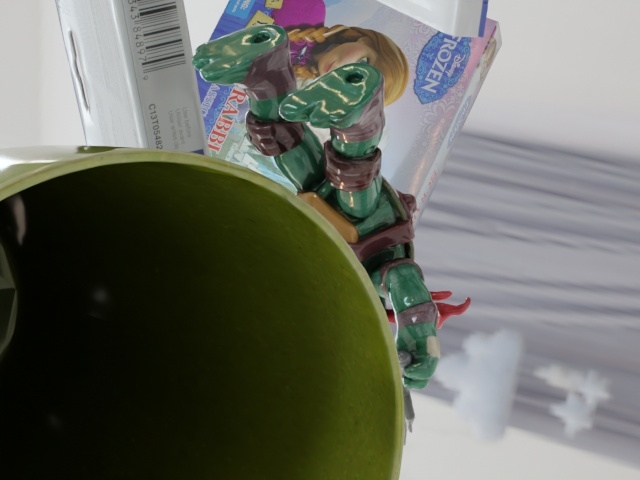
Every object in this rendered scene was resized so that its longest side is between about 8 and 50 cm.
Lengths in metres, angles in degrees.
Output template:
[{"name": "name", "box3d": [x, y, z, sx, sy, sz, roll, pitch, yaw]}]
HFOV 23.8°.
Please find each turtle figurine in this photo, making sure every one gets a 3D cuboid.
[{"name": "turtle figurine", "box3d": [0.000, 0.000, 0.853, 0.118, 0.175, 0.234, -51, -37, -41]}]

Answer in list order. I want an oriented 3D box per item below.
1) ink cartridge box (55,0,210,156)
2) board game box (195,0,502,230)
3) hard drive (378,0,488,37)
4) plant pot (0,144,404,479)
[{"name": "ink cartridge box", "box3d": [-0.125, -0.101, 1.007, 0.224, 0.045, 0.223, -139, 37, -62]}, {"name": "board game box", "box3d": [0.005, -0.159, 1.770, 0.319, 0.318, 0.066, -65, -17, -13]}, {"name": "hard drive", "box3d": [0.109, -0.359, 1.346, 0.210, 0.040, 0.319, -137, 50, -62]}, {"name": "plant pot", "box3d": [-0.157, 0.070, 0.721, 0.293, 0.274, 0.275, 20, 99, 54]}]
